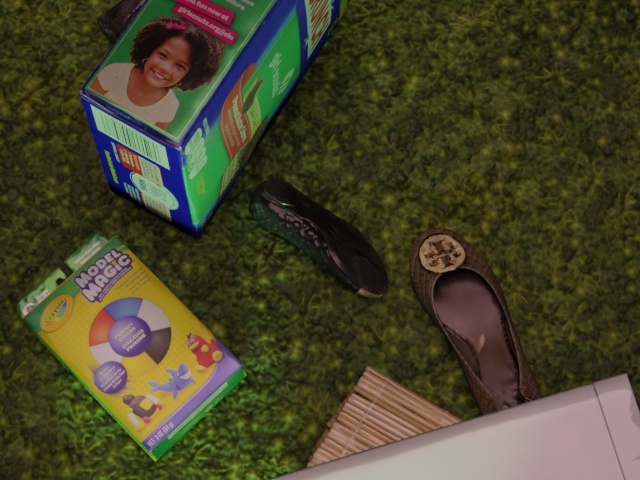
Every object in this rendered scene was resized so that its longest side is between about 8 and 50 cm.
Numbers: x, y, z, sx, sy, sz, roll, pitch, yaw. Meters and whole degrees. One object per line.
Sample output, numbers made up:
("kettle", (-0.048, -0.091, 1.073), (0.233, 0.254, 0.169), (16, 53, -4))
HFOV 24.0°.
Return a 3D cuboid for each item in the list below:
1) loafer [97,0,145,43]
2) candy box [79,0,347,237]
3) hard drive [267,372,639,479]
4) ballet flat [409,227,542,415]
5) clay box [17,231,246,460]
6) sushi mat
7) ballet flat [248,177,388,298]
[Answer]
("loafer", (-0.170, -0.275, 1.635), (0.061, 0.062, 0.170), (40, 75, 19))
("candy box", (-0.091, -0.192, 1.493), (0.122, 0.268, 0.317), (29, 74, 7))
("hard drive", (0.150, 0.285, 1.403), (0.353, 0.047, 0.233), (-17, 78, 4))
("ballet flat", (0.158, 0.095, 1.497), (0.084, 0.058, 0.249), (-20, 72, -4))
("clay box", (-0.196, 0.097, 1.511), (0.127, 0.053, 0.222), (-43, 76, -12))
("sushi mat", (0.139, 0.259, 1.448), (0.317, 0.019, 0.151), (29, 89, 11))
("ballet flat", (0.000, 0.000, 1.551), (0.173, 0.049, 0.057), (40, 49, 9))
